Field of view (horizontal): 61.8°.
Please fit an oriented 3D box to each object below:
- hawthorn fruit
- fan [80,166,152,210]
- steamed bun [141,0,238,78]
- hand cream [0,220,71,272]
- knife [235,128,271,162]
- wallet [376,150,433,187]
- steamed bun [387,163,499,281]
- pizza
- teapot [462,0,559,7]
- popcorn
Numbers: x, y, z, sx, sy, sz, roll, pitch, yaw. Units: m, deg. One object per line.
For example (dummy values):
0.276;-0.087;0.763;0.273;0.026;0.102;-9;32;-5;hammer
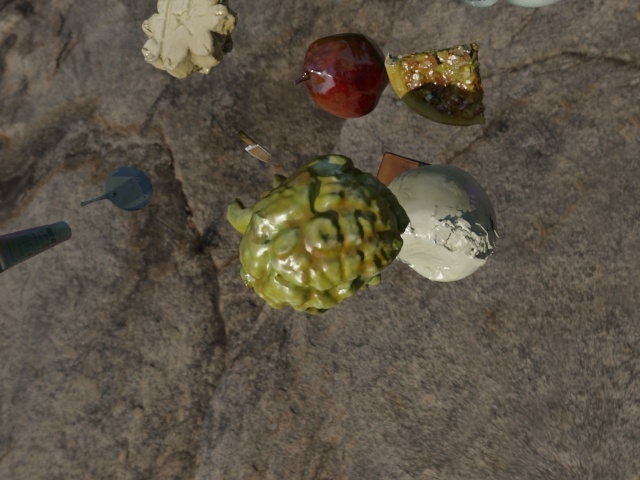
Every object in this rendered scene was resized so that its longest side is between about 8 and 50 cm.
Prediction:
0.044;-0.403;1.318;0.208;0.248;0.208;20;115;48;hawthorn fruit
-0.493;-0.115;1.292;0.005;0.175;0.113;-26;90;58;fan
-0.334;-0.563;1.456;0.292;0.137;0.295;43;96;28;steamed bun
-0.614;0.004;1.131;0.047;0.174;0.076;1;110;27;hand cream
-0.206;-0.287;1.632;0.046;0.256;0.022;-25;74;11;knife
0.256;-0.186;1.699;0.196;0.042;0.160;26;98;43;wallet
0.345;-0.071;1.479;0.233;0.334;0.311;-28;40;51;steamed bun
0.279;-0.346;1.172;0.197;0.292;0.058;-44;28;36;pizza
0.372;-0.477;0.883;0.294;0.193;0.129;-23;54;22;teapot
-0.008;0.005;0.982;0.335;0.274;0.279;-36;21;-2;popcorn
